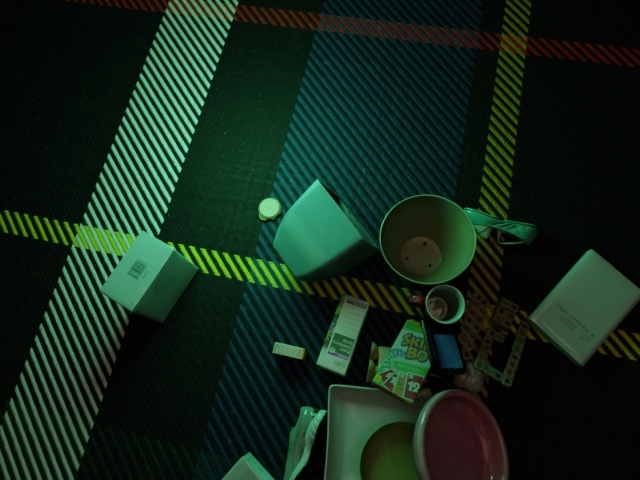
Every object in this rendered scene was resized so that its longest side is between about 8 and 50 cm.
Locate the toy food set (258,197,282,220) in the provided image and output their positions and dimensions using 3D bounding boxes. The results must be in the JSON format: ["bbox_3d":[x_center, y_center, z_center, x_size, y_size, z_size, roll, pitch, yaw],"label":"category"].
[{"bbox_3d":[-0.179,-0.112,1.695,0.083,0.020,0.083,-6,70,3],"label":"toy food set"}]

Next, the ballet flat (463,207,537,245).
[{"bbox_3d":[0.579,-0.037,1.570,0.247,0.083,0.087,16,88,12],"label":"ballet flat"}]

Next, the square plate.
[{"bbox_3d":[0.185,0.606,1.382,0.347,0.049,0.344,5,72,-2],"label":"square plate"}]

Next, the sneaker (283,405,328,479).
[{"bbox_3d":[-0.057,0.621,1.407,0.108,0.100,0.271,14,75,36],"label":"sneaker"}]

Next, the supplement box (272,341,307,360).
[{"bbox_3d":[-0.096,0.350,1.509,0.098,0.062,0.036,11,74,9],"label":"supplement box"}]

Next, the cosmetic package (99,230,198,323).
[{"bbox_3d":[-0.541,0.124,1.541,0.138,0.224,0.224,27,76,16],"label":"cosmetic package"}]

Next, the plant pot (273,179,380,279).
[{"bbox_3d":[0.000,0.000,1.532,0.252,0.248,0.247,-39,72,9],"label":"plant pot"}]

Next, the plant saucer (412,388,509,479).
[{"bbox_3d":[0.372,0.582,1.307,0.332,0.084,0.332,15,60,-28],"label":"plant saucer"}]

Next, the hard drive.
[{"bbox_3d":[0.815,0.204,1.476,0.307,0.040,0.203,-44,78,-10],"label":"hard drive"}]

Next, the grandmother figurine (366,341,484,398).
[{"bbox_3d":[0.318,0.386,1.442,0.342,0.104,0.207,10,58,6],"label":"grandmother figurine"}]

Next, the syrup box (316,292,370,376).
[{"bbox_3d":[0.074,0.296,1.494,0.093,0.096,0.237,19,73,11],"label":"syrup box"}]

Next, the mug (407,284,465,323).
[{"bbox_3d":[0.350,0.189,1.458,0.150,0.169,0.113,38,82,11],"label":"mug"}]

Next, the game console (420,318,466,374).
[{"bbox_3d":[0.350,0.300,1.362,0.085,0.124,0.144,-18,49,15],"label":"game console"}]

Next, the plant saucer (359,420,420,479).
[{"bbox_3d":[0.224,0.630,1.331,0.241,0.037,0.241,2,72,-5],"label":"plant saucer"}]

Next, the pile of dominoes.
[{"bbox_3d":[0.523,0.282,1.441,0.196,0.040,0.251,29,57,8],"label":"pile of dominoes"}]

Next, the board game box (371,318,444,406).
[{"bbox_3d":[0.264,0.343,1.397,0.124,0.039,0.259,25,51,20],"label":"board game box"}]

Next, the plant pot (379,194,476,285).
[{"bbox_3d":[0.326,0.024,1.512,0.284,0.191,0.284,-2,70,4],"label":"plant pot"}]

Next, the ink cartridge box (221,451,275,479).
[{"bbox_3d":[-0.217,0.787,1.343,0.239,0.060,0.275,42,93,16],"label":"ink cartridge box"}]
